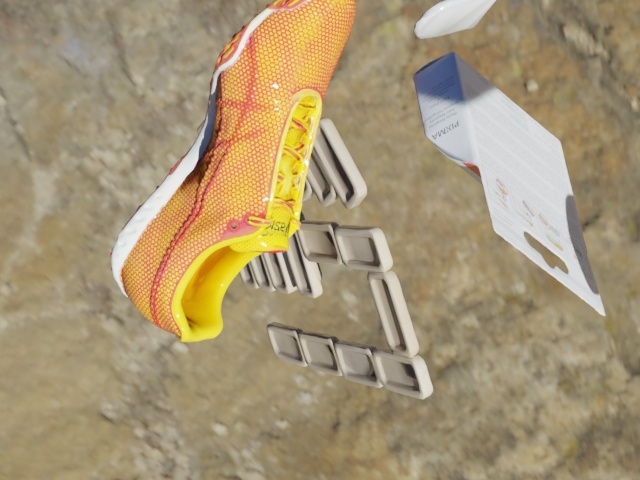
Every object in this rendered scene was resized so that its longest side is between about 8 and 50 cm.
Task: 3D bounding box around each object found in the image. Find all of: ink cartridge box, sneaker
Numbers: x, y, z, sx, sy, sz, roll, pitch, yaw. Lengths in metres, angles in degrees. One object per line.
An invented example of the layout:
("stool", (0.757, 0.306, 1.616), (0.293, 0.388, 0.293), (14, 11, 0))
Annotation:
("ink cartridge box", (0.178, -0.047, 1.404), (0.066, 0.189, 0.232), (-29, 45, 30))
("sneaker", (-0.025, -0.033, 0.640), (0.067, 0.064, 0.175), (38, 111, 25))

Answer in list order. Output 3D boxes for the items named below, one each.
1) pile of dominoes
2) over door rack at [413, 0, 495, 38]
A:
("pile of dominoes", (0.000, 0.000, 1.044), (0.040, 0.196, 0.251), (-22, 12, -24))
("over door rack", (-0.055, -0.145, 0.298), (0.324, 0.239, 0.108), (-5, 65, -30))
